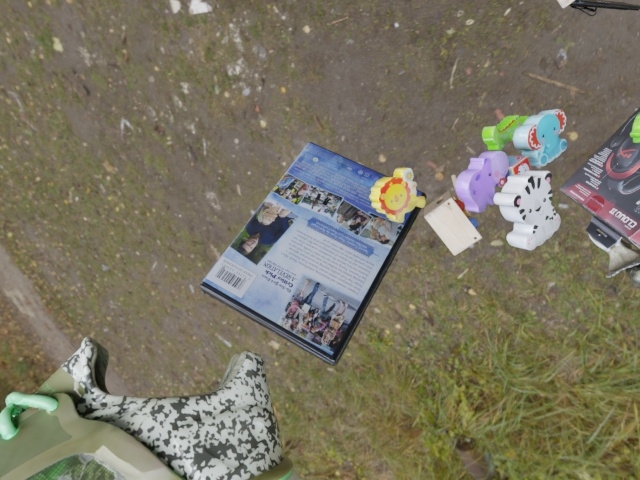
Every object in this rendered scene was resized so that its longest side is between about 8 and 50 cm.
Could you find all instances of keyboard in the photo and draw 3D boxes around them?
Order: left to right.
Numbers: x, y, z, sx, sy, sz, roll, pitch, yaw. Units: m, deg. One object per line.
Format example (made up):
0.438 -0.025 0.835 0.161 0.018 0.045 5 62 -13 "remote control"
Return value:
0.684 -0.574 1.033 0.192 0.100 0.038 -2 127 -13 "keyboard"

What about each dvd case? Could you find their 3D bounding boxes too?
0.000 0.000 0.515 0.180 0.253 0.022 27 154 13 "dvd case"

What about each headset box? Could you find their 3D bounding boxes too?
0.588 -0.113 0.720 0.110 0.218 0.293 30 114 -16 "headset box"

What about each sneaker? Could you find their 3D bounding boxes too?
-0.210 0.171 0.318 0.158 0.410 0.182 139 127 -59 "sneaker"

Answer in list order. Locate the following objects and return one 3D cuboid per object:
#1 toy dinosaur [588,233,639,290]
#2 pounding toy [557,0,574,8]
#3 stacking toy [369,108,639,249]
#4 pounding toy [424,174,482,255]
0.689 0.086 0.801 0.313 0.160 0.121 41 117 54 "toy dinosaur"
0.427 -0.446 0.574 0.094 0.206 0.181 53 146 -6 "pounding toy"
0.175 -0.078 0.380 0.167 0.221 0.052 21 141 61 "stacking toy"
0.304 -0.062 0.950 0.100 0.141 0.130 -37 94 21 "pounding toy"
